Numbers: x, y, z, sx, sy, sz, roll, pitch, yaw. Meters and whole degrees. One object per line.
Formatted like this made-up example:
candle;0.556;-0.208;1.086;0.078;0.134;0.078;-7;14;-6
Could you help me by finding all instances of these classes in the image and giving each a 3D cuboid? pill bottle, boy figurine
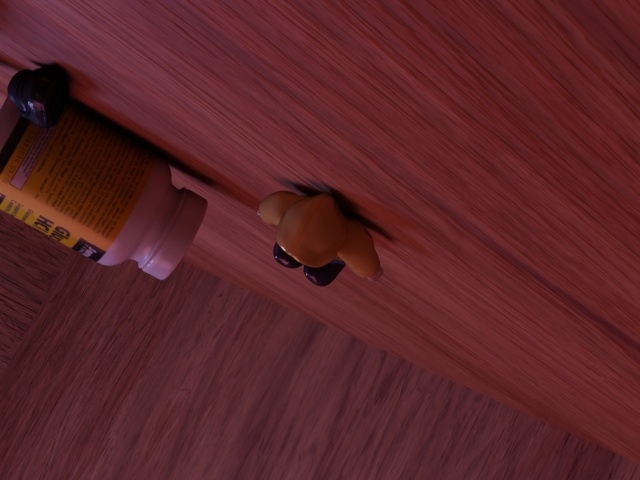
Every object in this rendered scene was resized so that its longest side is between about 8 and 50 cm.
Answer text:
pill bottle;-0.346;-0.080;2.093;0.334;0.188;0.188;30;173;-13
boy figurine;0.000;0.000;1.745;0.177;0.092;0.285;31;176;0

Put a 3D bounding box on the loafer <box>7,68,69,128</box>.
loafer;-0.383;-0.193;1.886;0.078;0.076;0.223;22;178;-10
